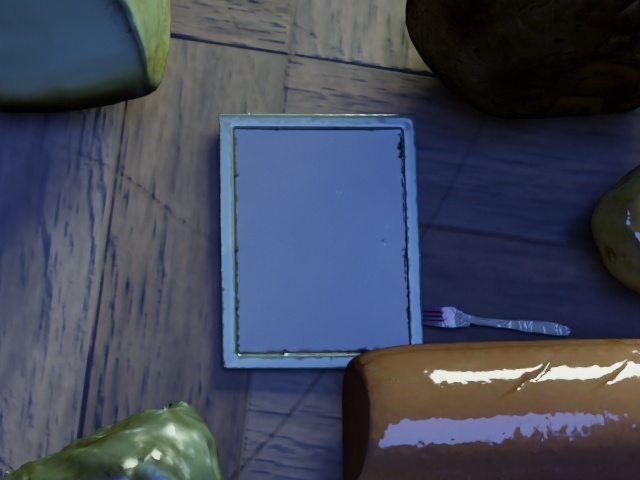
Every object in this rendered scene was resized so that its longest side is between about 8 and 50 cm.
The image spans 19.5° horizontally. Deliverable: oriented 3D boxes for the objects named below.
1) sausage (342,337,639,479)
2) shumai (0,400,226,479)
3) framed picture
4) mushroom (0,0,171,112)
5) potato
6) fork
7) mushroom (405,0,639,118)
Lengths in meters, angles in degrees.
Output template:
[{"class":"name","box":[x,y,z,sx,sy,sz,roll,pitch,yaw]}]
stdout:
[{"class":"sausage","box":[0.164,0.126,1.248,0.304,0.121,0.121,0,78,-9]},{"class":"shumai","box":[-0.110,0.284,1.076,0.288,0.292,0.330,49,112,16]},{"class":"framed picture","box":[0.000,0.000,1.305,0.142,0.011,0.183,0,79,-7]},{"class":"mushroom","box":[-0.232,-0.236,1.211,0.217,0.292,0.212,-3,61,10]},{"class":"potato","box":[0.275,-0.017,1.316,0.170,0.080,0.107,-20,81,-17]},{"class":"fork","box":[0.121,0.058,1.312,0.115,0.012,0.016,7,85,-8]},{"class":"mushroom","box":[0.176,-0.157,1.275,0.231,0.194,0.138,-15,80,0]}]
